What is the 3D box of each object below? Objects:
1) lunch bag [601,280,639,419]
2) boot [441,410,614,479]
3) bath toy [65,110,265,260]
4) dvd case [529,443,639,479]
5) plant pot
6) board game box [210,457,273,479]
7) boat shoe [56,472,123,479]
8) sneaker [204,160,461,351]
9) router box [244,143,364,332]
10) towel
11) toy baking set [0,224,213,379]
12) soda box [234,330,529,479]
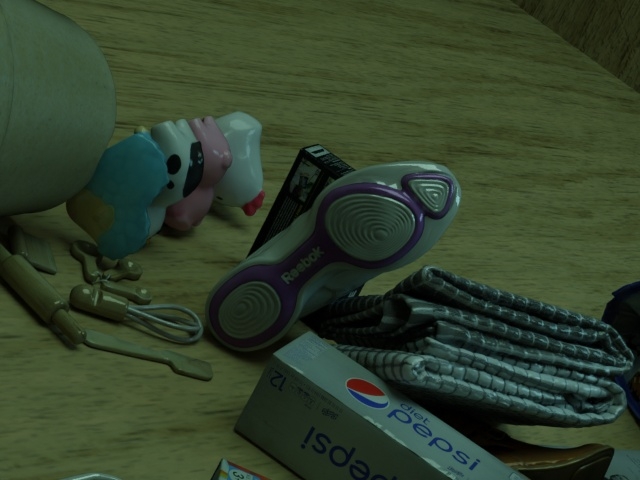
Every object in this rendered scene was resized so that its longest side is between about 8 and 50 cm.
[{"bbox_3d":[0.577,0.181,1.967,0.328,0.239,0.385,19,8,-19],"label":"lunch bag"},{"bbox_3d":[0.205,0.225,1.608,0.197,0.073,0.152,-11,32,-45],"label":"boot"},{"bbox_3d":[-0.162,-0.066,1.779,0.129,0.151,0.348,66,23,0],"label":"bath toy"},{"bbox_3d":[0.344,0.297,1.697,0.239,0.029,0.179,10,28,-39],"label":"dvd case"},{"bbox_3d":[-0.373,-0.141,1.507,0.334,0.334,0.305,37,12,20],"label":"plant pot"},{"bbox_3d":[0.015,0.306,1.150,0.275,0.144,0.142,25,22,-8],"label":"board game box"},{"bbox_3d":[-0.245,0.223,1.012,0.136,0.156,0.367,39,24,26],"label":"boat shoe"},{"bbox_3d":[0.012,0.000,1.632,0.114,0.305,0.152,58,14,-5],"label":"sneaker"},{"bbox_3d":[0.000,0.000,1.747,0.133,0.179,0.046,37,26,19],"label":"router box"},{"bbox_3d":[0.155,0.118,1.624,0.284,0.121,0.235,16,-11,-24],"label":"towel"},{"bbox_3d":[-0.223,0.056,1.565,0.197,0.030,0.256,0,35,-49],"label":"toy baking set"},{"bbox_3d":[0.065,0.212,1.470,0.286,0.098,0.091,33,24,14],"label":"soda box"}]
